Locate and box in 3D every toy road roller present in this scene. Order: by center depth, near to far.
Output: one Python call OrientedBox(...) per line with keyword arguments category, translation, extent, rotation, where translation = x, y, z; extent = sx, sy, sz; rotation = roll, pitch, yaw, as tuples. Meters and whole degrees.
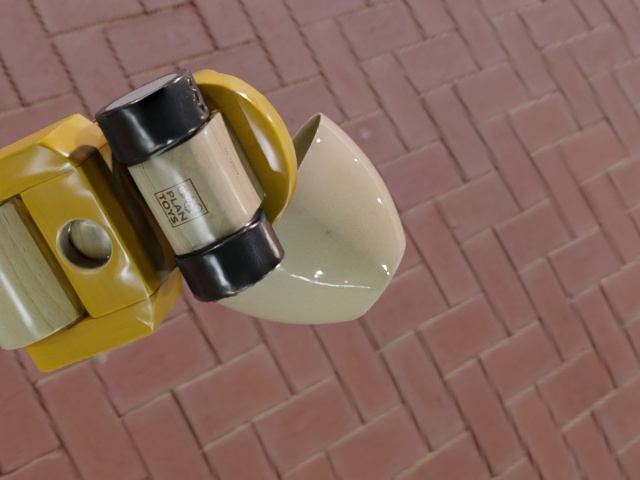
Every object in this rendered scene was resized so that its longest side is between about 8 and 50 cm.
OrientedBox(category="toy road roller", translation=(-0.179, -0.041, 1.172), extent=(0.203, 0.329, 0.240), rotation=(63, 20, -16))

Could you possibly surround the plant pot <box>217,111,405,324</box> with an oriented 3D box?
OrientedBox(category="plant pot", translation=(0.000, 0.000, 1.602), extent=(0.191, 0.284, 0.284), rotation=(32, 54, -11))
